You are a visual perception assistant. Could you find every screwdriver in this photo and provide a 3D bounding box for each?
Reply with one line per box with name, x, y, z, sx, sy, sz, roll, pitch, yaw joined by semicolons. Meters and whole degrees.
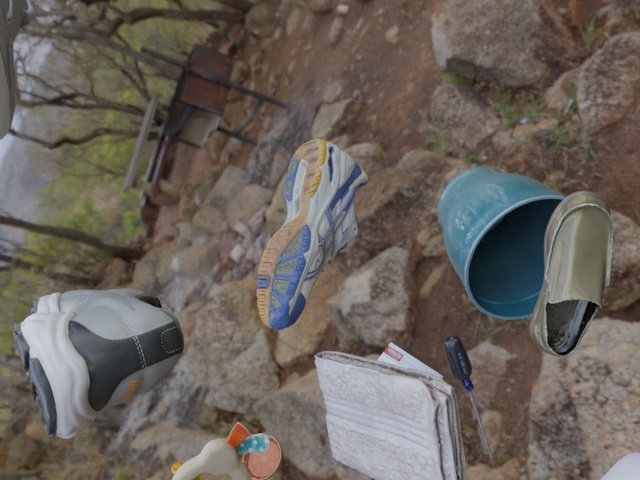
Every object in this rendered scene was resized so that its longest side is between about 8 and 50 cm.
screwdriver;0.180;0.186;0.764;0.025;0.170;0.024;-36;21;-32

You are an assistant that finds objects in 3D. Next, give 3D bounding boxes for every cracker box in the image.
cracker box;0.170;0.387;1.583;0.232;0.156;0.067;-50;-24;-19

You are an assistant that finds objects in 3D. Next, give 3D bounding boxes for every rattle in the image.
rattle;-0.162;0.342;1.045;0.143;0.130;0.199;-88;19;-76

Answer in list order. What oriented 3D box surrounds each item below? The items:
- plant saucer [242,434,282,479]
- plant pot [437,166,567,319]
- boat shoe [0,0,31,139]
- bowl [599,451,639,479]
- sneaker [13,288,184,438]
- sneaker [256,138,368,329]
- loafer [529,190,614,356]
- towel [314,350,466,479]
plant saucer;-0.108;0.412;1.232;0.083;0.013;0.083;-16;53;22
plant pot;0.368;-0.023;1.330;0.271;0.272;0.255;-66;25;23
boat shoe;-0.270;-0.193;0.517;0.081;0.079;0.227;-40;-46;-55
bowl;0.298;0.273;0.564;0.142;0.142;0.053;-35;-4;-28
sneaker;-0.172;0.085;0.525;0.271;0.108;0.100;-1;105;69
sneaker;0.000;0.000;0.989;0.112;0.131;0.296;6;76;53
loafer;0.213;0.033;0.540;0.050;0.056;0.148;-81;-5;-72
towel;0.093;0.271;0.955;0.282;0.049;0.187;0;101;53
